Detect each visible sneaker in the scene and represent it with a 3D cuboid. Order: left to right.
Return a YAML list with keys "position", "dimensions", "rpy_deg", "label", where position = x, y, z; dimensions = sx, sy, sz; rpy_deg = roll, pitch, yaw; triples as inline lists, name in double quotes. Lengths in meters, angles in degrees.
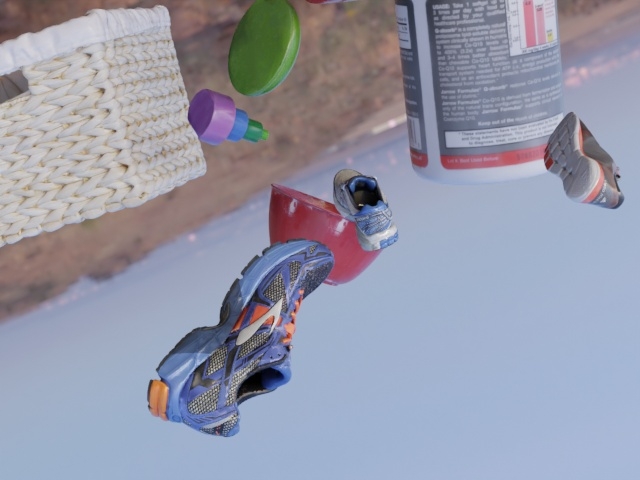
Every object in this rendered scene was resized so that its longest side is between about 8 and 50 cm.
- position: [-0.052, 0.088, 1.255]
  dimensions: [0.221, 0.087, 0.083]
  rpy_deg: [-50, 161, -28]
  label: "sneaker"
- position: [0.044, -0.047, 1.476]
  dimensions: [0.052, 0.058, 0.135]
  rpy_deg: [-20, -147, -8]
  label: "sneaker"
- position: [0.288, -0.079, 1.575]
  dimensions: [0.061, 0.065, 0.158]
  rpy_deg: [-54, -157, 29]
  label: "sneaker"

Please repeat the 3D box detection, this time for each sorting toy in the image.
- position: [-0.016, -0.240, 1.780]
  dimensions: [0.126, 0.127, 0.365]
  rpy_deg: [16, 130, -37]
  label: "sorting toy"

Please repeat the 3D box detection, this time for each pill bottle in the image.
- position: [0.206, -0.268, 1.898]
  dimensions: [0.210, 0.363, 0.210]
  rpy_deg: [-6, -166, 2]
  label: "pill bottle"

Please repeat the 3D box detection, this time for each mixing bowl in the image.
- position: [0.000, 0.000, 1.956]
  dimensions: [0.181, 0.181, 0.098]
  rpy_deg: [-90, -158, -85]
  label: "mixing bowl"

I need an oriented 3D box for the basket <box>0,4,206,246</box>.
- position: [-0.370, -0.159, 2.052]
  dimensions: [0.328, 0.266, 0.331]
  rpy_deg: [-16, -174, 15]
  label: "basket"
